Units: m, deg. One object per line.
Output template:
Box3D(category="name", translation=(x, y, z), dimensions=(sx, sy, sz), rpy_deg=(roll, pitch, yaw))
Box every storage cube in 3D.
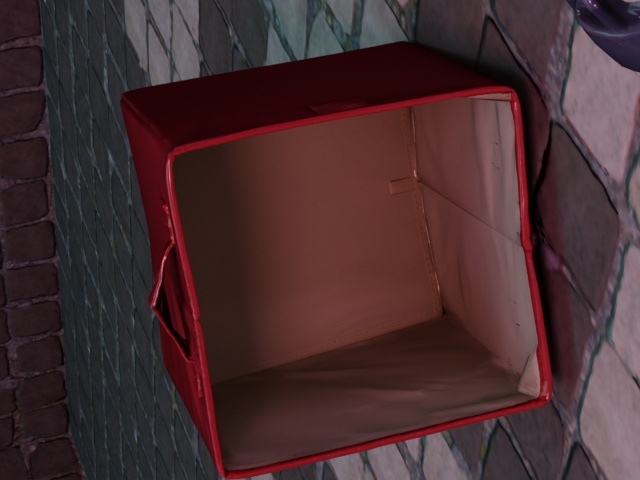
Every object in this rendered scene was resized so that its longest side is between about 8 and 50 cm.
Box3D(category="storage cube", translation=(0.000, 0.000, 1.013), dimensions=(0.193, 0.215, 0.184), rpy_deg=(-134, 34, -71))

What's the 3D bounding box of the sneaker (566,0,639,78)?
Box3D(category="sneaker", translation=(0.125, -0.117, 0.561), dimensions=(0.236, 0.130, 0.323), rpy_deg=(42, -171, -20))
